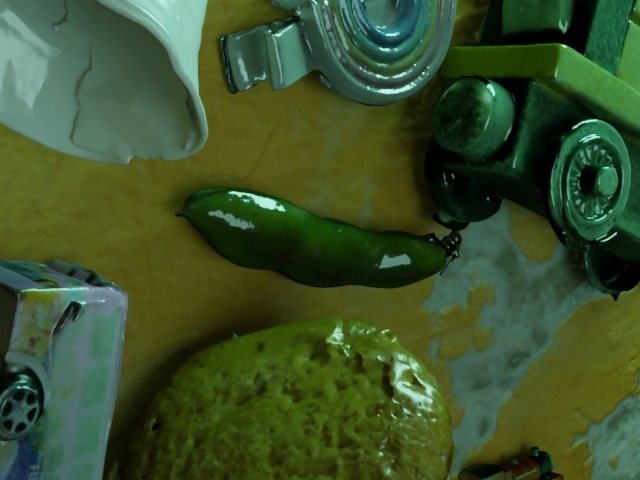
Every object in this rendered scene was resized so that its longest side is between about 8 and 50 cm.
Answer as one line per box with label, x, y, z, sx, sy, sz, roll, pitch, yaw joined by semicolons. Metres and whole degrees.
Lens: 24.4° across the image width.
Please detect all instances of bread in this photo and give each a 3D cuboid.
bread;-0.017;0.162;1.002;0.240;0.240;0.139;-48;136;-18

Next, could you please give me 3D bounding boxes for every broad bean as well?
broad bean;-0.002;0.003;1.083;0.254;0.046;0.065;11;122;-37

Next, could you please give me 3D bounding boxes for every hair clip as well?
hair clip;0.028;-0.162;1.067;0.220;0.054;0.140;-26;111;-35

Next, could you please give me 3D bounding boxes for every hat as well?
hat;-0.137;-0.150;0.870;0.203;0.203;0.126;46;55;-37

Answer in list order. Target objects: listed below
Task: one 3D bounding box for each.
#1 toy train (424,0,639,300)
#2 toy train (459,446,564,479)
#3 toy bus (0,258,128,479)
toy train;0.248;-0.091;1.195;0.397;0.160;0.253;23;81;-41
toy train;0.169;0.218;1.288;0.103;0.044;0.064;-15;101;-35
toy bus;-0.197;0.151;0.945;0.112;0.090;0.274;-1;104;-48
